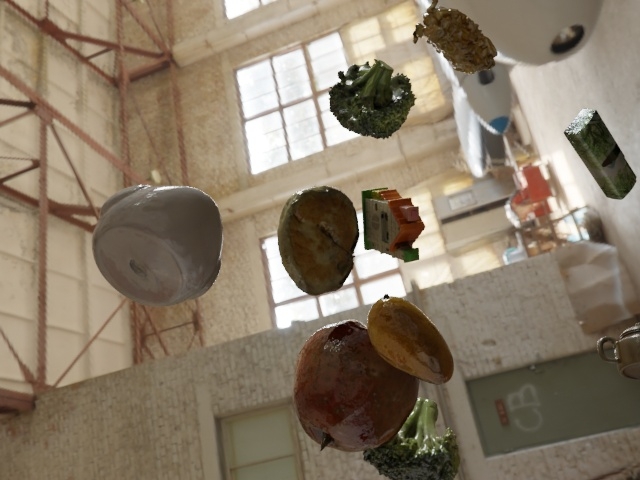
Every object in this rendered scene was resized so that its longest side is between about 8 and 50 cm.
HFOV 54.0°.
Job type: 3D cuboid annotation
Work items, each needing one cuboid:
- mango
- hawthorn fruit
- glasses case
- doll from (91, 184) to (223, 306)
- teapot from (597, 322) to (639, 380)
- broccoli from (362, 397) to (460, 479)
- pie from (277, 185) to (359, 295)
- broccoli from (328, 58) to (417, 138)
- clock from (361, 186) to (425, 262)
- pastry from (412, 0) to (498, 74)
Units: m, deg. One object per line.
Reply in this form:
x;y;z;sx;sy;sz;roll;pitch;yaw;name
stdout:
0.193;0.221;1.360;0.227;0.147;0.109;48;-145;11;mango
0.088;0.449;1.867;0.403;0.403;0.402;-17;-90;-78;hawthorn fruit
0.782;-0.235;1.740;0.272;0.095;0.062;43;173;-27;glasses case
-0.247;-0.011;1.036;0.221;0.251;0.220;22;-128;-31;doll
1.072;0.361;2.110;0.185;0.268;0.175;76;-162;-54;teapot
0.299;0.649;2.050;0.293;0.348;0.280;39;-127;-14;broccoli
0.001;0.000;1.889;0.339;0.077;0.338;-4;-85;-41;pie
0.116;-0.329;1.456;0.226;0.198;0.176;-19;-50;-75;broccoli
0.252;-0.055;2.132;0.255;0.106;0.219;22;118;60;clock
0.339;-0.519;1.610;0.250;0.102;0.154;24;-175;-37;pastry
